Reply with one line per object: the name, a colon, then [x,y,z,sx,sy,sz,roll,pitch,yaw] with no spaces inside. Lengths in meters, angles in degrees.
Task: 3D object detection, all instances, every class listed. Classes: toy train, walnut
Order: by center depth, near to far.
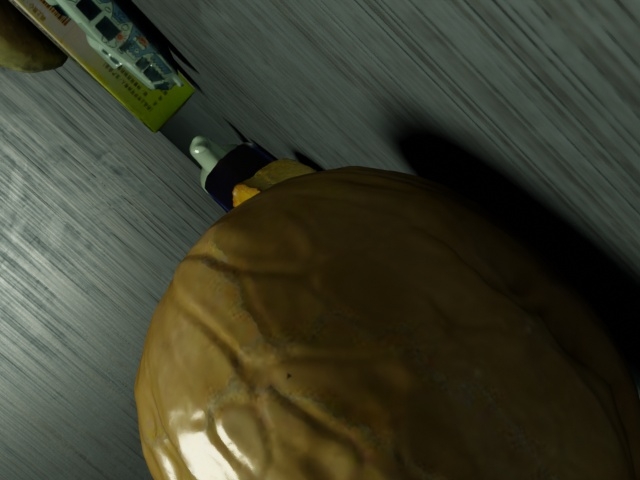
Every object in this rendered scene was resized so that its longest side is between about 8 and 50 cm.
walnut: [0.032,0.073,0.450,0.222,0.195,0.195,41,177,0]
toy train: [-0.179,-0.185,0.809,0.207,0.047,0.043,47,176,-41]

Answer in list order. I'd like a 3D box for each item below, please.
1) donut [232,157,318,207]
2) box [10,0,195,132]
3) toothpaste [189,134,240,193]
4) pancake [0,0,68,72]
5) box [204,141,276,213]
donut: [0.000,0.000,0.812,0.152,0.058,0.152,41,164,14]
box: [-0.239,-0.220,0.917,0.175,0.062,0.260,40,175,41]
toothpaste: [-0.028,-0.007,1.154,0.099,0.061,0.392,23,166,39]
pancake: [-0.327,-0.271,1.051,0.242,0.050,0.242,51,-161,-24]
box: [0.010,0.025,1.025,0.168,0.071,0.259,40,176,44]
